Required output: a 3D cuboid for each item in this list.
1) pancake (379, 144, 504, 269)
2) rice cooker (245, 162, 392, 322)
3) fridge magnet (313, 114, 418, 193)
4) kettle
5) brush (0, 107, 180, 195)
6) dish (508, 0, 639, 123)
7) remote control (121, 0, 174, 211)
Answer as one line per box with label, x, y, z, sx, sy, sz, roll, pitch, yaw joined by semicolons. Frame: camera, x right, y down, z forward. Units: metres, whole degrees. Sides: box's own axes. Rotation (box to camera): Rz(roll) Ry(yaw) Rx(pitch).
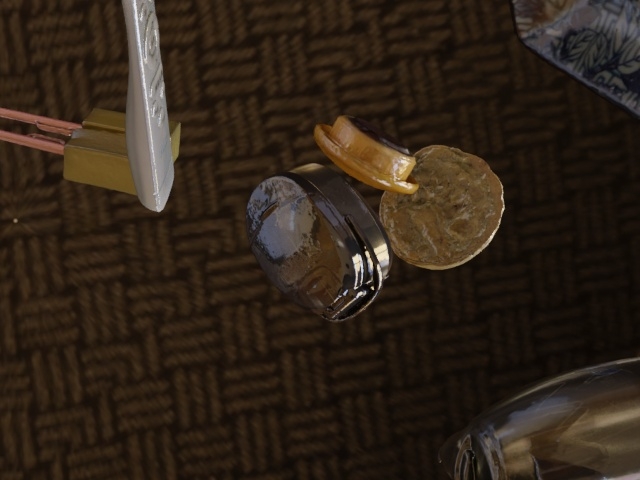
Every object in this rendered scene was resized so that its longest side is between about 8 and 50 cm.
pancake;0.149;-0.040;1.934;0.158;0.028;0.158;-2;83;14
rice cooker;0.000;0.000;1.591;0.165;0.106;0.112;51;126;3
fridge magnet;0.057;-0.102;1.874;0.143;0.143;0.063;30;101;-10
kettle;0.301;0.256;1.916;0.324;0.321;0.228;-7;99;-16
brush;-0.278;-0.109;1.706;0.234;0.103;0.047;11;121;6
dish;0.205;-0.164;0.961;0.080;0.243;0.181;-30;132;-15
remote control;-0.120;-0.103;1.055;0.027;0.050;0.184;3;129;6
